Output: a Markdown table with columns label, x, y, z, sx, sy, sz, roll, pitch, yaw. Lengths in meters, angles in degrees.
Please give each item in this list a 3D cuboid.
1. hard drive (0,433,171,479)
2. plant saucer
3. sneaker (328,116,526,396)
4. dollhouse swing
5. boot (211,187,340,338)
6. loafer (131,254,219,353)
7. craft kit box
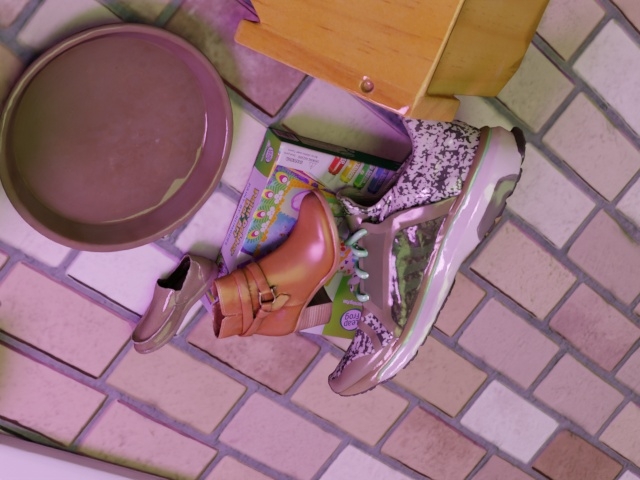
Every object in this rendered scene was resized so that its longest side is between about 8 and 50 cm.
| label | x | y | z | sx | sy | sz | roll | pitch | yaw |
| --- | --- | --- | --- | --- | --- | --- | --- | --- | --- |
| hard drive | -0.346 | 0.374 | 1.596 | 0.307 | 0.040 | 0.203 | 25 | 103 | -35 |
| plant saucer | -0.234 | -0.118 | 1.389 | 0.278 | 0.041 | 0.278 | -12 | 120 | -22 |
| sneaker | 0.088 | 0.004 | 1.532 | 0.182 | 0.158 | 0.410 | 27 | 105 | -4 |
| dollhouse swing | 0.123 | -0.351 | 1.441 | 0.315 | 0.305 | 0.347 | 25 | 107 | 7 |
| boot | -0.058 | 0.035 | 1.483 | 0.152 | 0.073 | 0.197 | -7 | 116 | -20 |
| loafer | -0.190 | 0.074 | 1.510 | 0.148 | 0.056 | 0.050 | -52 | 127 | -6 |
| craft kit box | 0.000 | 0.000 | 1.570 | 0.250 | 0.061 | 0.246 | 11 | 113 | -32 |
